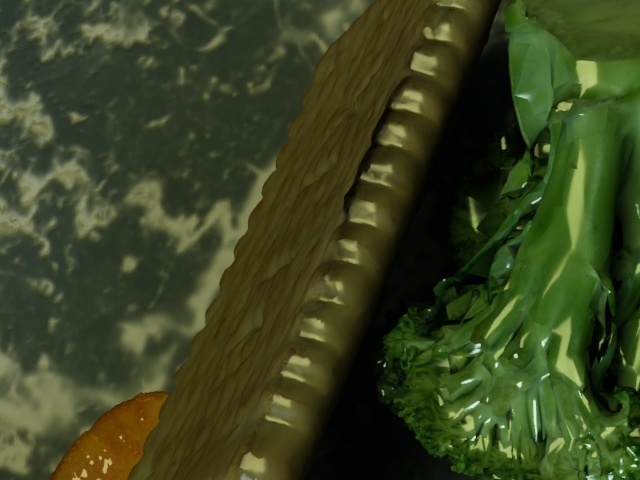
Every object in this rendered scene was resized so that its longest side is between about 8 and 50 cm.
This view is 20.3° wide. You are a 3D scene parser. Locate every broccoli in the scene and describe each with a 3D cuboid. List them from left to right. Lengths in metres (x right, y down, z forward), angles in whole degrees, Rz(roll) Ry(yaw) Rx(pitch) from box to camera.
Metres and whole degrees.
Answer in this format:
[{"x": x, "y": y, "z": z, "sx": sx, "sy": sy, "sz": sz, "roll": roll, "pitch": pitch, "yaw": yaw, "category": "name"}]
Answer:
[{"x": 0.142, "y": 0.002, "z": 0.771, "sx": 0.269, "sy": 0.241, "sz": 0.261, "roll": -23, "pitch": 39, "yaw": -16, "category": "broccoli"}]

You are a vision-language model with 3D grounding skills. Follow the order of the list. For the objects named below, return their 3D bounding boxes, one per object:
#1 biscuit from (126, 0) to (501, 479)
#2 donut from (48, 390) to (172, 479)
[{"x": 0.000, "y": 0.000, "z": 0.855, "sx": 0.325, "sy": 0.044, "sz": 0.217, "roll": -66, "pitch": 12, "yaw": -26, "category": "biscuit"}, {"x": -0.081, "y": 0.157, "z": 0.934, "sx": 0.152, "sy": 0.058, "sz": 0.152, "roll": -11, "pitch": 66, "yaw": 26, "category": "donut"}]
